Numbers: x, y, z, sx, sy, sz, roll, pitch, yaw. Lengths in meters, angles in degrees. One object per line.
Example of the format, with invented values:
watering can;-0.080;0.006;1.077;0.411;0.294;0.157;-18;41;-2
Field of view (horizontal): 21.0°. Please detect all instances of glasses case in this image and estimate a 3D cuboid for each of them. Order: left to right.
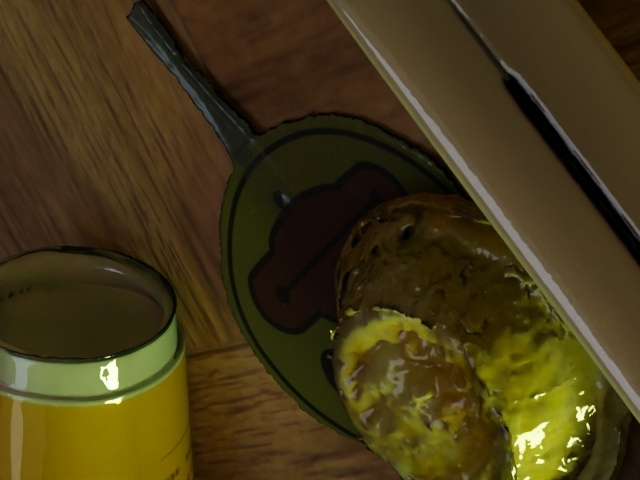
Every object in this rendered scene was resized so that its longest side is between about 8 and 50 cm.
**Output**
glasses case;0.127;0.005;0.691;0.336;0.076;0.144;54;-173;8

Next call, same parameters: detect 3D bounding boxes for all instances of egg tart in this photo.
egg tart;0.067;0.067;0.862;0.191;0.074;0.191;26;132;33

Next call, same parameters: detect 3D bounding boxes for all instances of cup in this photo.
cup;-0.161;0.155;1.102;0.196;0.196;0.279;27;127;32

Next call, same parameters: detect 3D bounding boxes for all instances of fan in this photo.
fan;-0.001;0.000;0.945;0.335;0.011;0.229;51;141;7
